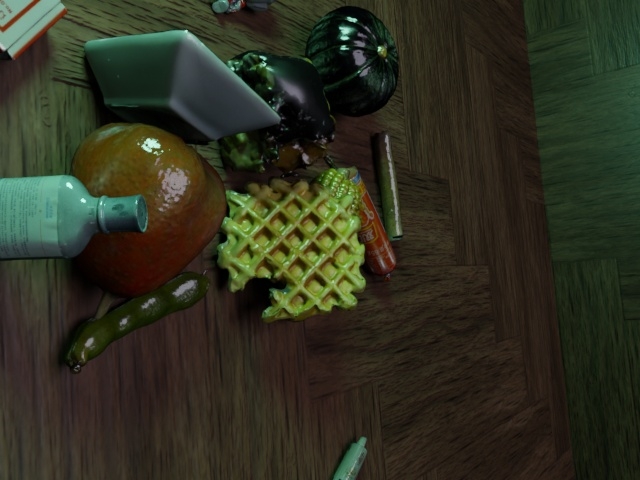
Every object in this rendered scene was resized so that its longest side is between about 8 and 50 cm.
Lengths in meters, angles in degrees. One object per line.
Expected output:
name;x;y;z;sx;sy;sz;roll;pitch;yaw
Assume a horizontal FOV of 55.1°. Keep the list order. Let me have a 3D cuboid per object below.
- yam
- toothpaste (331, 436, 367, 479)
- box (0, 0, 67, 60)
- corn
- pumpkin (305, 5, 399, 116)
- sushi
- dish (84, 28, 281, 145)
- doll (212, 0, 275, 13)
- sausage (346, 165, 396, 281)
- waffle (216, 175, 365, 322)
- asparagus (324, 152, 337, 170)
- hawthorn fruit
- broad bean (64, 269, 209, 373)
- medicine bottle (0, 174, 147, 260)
yam;0.160;-0.128;1.445;0.046;0.046;0.264;-5;88;-55
toothpaste;0.037;0.470;1.164;0.060;0.038;0.233;59;44;-24
box;-0.405;-0.320;0.681;0.229;0.050;0.123;54;44;-34
corn;0.000;0.000;1.136;0.119;0.119;0.322;40;58;-43
pumpkin;0.067;-0.365;1.263;0.220;0.161;0.221;13;73;-47
sushi;-0.067;-0.213;1.033;0.204;0.213;0.200;-12;116;-41
dish;-0.197;-0.182;0.803;0.182;0.243;0.080;37;71;-45
doll;-0.125;-0.450;1.088;0.180;0.079;0.094;-37;129;-38
sausage;0.098;-0.023;1.315;0.074;0.074;0.274;-56;128;-44
waffle;-0.045;0.009;1.024;0.261;0.056;0.250;-2;76;-18
asparagus;0.048;-0.129;1.315;0.013;0.016;0.166;-44;127;-10
hawthorn fruit;-0.230;-0.019;0.768;0.199;0.199;0.251;32;72;-47
broad bean;-0.243;0.098;0.829;0.256;0.052;0.052;-33;148;-52
medicine bottle;-0.295;-0.025;0.658;0.054;0.208;0.090;94;-6;-83
